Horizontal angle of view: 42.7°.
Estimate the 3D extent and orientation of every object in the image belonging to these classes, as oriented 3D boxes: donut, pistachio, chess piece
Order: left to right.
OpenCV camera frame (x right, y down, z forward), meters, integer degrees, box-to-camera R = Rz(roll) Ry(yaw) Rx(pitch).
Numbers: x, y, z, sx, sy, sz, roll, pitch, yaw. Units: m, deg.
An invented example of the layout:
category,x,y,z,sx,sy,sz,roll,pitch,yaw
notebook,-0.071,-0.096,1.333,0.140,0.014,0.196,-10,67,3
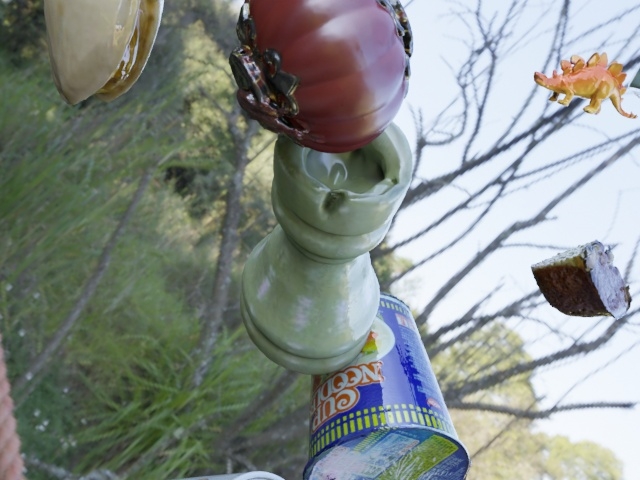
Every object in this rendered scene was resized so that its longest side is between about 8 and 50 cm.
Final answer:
category,x,y,z,sx,sy,sz,roll,pitch,yaw
pistachio,-0.282,-0.282,1.038,0.157,0.230,0.157,13,23,-6
chess piece,0.000,0.000,1.187,0.234,0.234,0.442,45,-28,20
donut,0.447,0.076,1.405,0.126,0.186,0.144,-12,-90,38

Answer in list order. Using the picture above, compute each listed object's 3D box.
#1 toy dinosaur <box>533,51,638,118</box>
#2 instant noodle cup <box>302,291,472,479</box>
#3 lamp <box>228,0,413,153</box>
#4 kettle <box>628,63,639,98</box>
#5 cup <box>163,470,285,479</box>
category,x,y,z,sx,sy,sz,roll,pitch,yaw
toy dinosaur,0.517,-0.298,1.546,0.288,0.117,0.070,7,17,-26
instant noodle cup,0.094,0.267,1.420,0.284,0.284,0.312,53,21,-42
lamp,-0.004,-0.206,0.925,0.227,0.227,0.227,46,-6,7
kettle,0.863,-0.397,1.680,0.319,0.342,0.247,34,13,26
cup,-0.185,0.403,1.016,0.317,0.212,0.212,-16,-54,38
